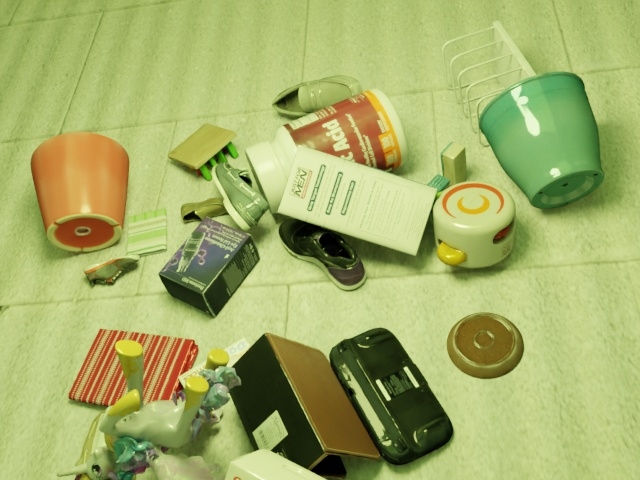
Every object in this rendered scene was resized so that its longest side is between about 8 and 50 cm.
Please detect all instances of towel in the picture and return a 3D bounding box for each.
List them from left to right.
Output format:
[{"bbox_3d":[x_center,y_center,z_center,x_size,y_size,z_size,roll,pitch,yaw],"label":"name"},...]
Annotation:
[{"bbox_3d":[-0.444,0.311,1.749,0.275,0.031,0.198,5,54,17],"label":"towel"},{"bbox_3d":[-0.477,-0.019,2.027,0.113,0.023,0.152,-11,48,2],"label":"towel"}]

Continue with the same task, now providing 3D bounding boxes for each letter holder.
[{"bbox_3d":[-0.037,0.371,1.546,0.152,0.214,0.302,-47,50,17],"label":"letter holder"}]

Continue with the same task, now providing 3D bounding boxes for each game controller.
[{"bbox_3d":[0.148,0.325,1.584,0.167,0.067,0.319,-16,50,-20],"label":"game controller"}]

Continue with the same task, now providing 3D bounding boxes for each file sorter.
[{"bbox_3d":[0.463,-0.422,2.005,0.173,0.193,0.277,-19,50,2],"label":"file sorter"}]

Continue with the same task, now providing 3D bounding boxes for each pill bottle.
[{"bbox_3d":[0.014,-0.232,1.940,0.392,0.224,0.224,-24,51,-6],"label":"pill bottle"}]

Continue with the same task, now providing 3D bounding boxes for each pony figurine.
[{"bbox_3d":[-0.303,0.373,1.448,0.351,0.363,0.302,11,32,-32],"label":"pony figurine"}]

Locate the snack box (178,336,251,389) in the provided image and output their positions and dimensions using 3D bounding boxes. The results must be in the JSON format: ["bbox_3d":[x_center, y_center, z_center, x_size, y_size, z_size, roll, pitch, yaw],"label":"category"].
[{"bbox_3d":[-0.236,0.297,1.698,0.178,0.022,0.064,-31,68,-15],"label":"snack box"}]

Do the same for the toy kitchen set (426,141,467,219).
[{"bbox_3d":[0.251,-0.169,1.899,0.166,0.122,0.207,31,64,31],"label":"toy kitchen set"}]

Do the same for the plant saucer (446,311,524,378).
[{"bbox_3d":[0.364,0.224,1.623,0.169,0.029,0.168,-7,50,8],"label":"plant saucer"}]

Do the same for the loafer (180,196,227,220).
[{"bbox_3d":[-0.317,-0.079,2.013,0.148,0.056,0.050,-10,51,19],"label":"loafer"}]

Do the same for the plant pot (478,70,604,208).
[{"bbox_3d":[0.558,-0.227,1.798,0.272,0.271,0.255,-15,65,2],"label":"plant pot"}]

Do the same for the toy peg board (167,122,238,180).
[{"bbox_3d":[-0.335,-0.254,2.152,0.161,0.079,0.161,-44,40,-21],"label":"toy peg board"}]

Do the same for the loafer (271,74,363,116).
[{"bbox_3d":[-0.012,-0.404,2.099,0.111,0.112,0.319,-27,18,-38],"label":"loafer"}]

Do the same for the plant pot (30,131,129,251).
[{"bbox_3d":[-0.651,-0.119,2.004,0.275,0.275,0.243,-14,61,2],"label":"plant pot"}]

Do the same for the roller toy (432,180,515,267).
[{"bbox_3d":[0.367,-0.033,1.748,0.191,0.146,0.209,-5,41,7],"label":"roller toy"}]

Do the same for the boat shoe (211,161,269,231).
[{"bbox_3d":[-0.209,-0.136,1.953,0.099,0.116,0.319,-38,33,6],"label":"boat shoe"}]

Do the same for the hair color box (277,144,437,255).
[{"bbox_3d":[0.088,-0.096,1.775,0.347,0.105,0.173,18,93,-1],"label":"hair color box"}]

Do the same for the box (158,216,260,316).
[{"bbox_3d":[-0.278,0.065,1.853,0.153,0.108,0.207,21,59,26],"label":"box"}]

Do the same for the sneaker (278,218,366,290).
[{"bbox_3d":[0.000,0.000,1.825,0.283,0.124,0.107,33,66,32],"label":"sneaker"}]

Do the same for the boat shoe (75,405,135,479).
[{"bbox_3d":[-0.463,0.502,1.564,0.103,0.113,0.302,-14,48,29],"label":"boat shoe"}]

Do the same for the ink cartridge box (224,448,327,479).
[{"bbox_3d":[-0.097,0.556,1.330,0.207,0.117,0.283,19,94,27],"label":"ink cartridge box"}]

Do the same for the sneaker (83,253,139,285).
[{"bbox_3d":[-0.548,0.080,1.947,0.158,0.061,0.064,-18,89,10],"label":"sneaker"}]
